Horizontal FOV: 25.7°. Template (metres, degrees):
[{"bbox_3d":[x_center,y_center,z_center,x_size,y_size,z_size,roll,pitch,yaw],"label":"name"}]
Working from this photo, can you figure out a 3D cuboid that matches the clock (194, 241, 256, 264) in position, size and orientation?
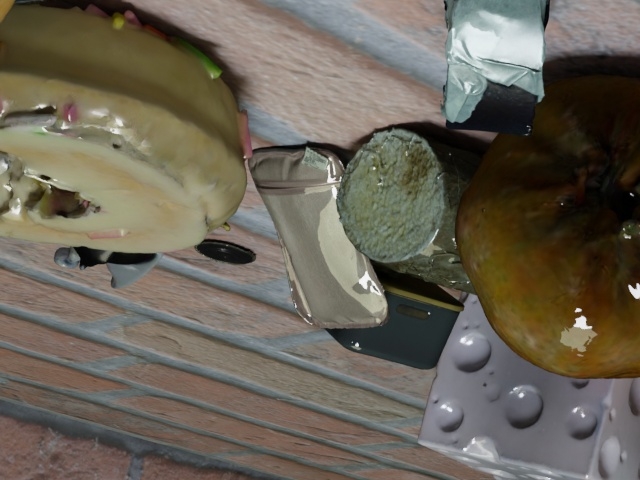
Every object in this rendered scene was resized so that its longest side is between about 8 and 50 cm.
[{"bbox_3d":[-0.127,0.016,1.846,0.083,0.010,0.074,22,158,-34],"label":"clock"}]

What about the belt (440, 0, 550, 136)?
[{"bbox_3d":[0.127,-0.155,1.008,0.078,0.151,0.198,7,159,7],"label":"belt"}]

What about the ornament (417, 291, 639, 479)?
[{"bbox_3d":[0.302,0.184,1.738,0.239,0.240,0.240,7,165,38],"label":"ornament"}]

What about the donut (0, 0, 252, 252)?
[{"bbox_3d":[-0.216,-0.099,1.335,0.307,0.150,0.371,11,161,-6],"label":"donut"}]

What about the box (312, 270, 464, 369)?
[{"bbox_3d":[0.066,0.075,1.675,0.144,0.090,0.201,16,-171,-24],"label":"box"}]

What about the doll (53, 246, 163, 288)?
[{"bbox_3d":[-0.225,-0.030,1.615,0.145,0.103,0.316,4,160,-39],"label":"doll"}]

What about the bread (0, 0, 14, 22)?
[{"bbox_3d":[-0.266,-0.200,0.989,0.114,0.077,0.189,-7,165,-19],"label":"bread"}]

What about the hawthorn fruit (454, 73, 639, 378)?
[{"bbox_3d":[0.262,0.002,1.242,0.267,0.268,0.301,5,169,13],"label":"hawthorn fruit"}]

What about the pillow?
[{"bbox_3d":[0.000,0.000,1.521,0.130,0.038,0.233,-2,120,34],"label":"pillow"}]

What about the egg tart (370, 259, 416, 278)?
[{"bbox_3d":[0.086,-0.011,1.566,0.197,0.078,0.197,10,161,4],"label":"egg tart"}]

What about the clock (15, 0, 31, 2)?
[{"bbox_3d":[-0.305,-0.270,1.011,0.312,0.061,0.312,8,161,3],"label":"clock"}]

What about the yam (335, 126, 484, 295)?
[{"bbox_3d":[0.155,-0.015,1.425,0.254,0.154,0.154,21,158,-27],"label":"yam"}]
